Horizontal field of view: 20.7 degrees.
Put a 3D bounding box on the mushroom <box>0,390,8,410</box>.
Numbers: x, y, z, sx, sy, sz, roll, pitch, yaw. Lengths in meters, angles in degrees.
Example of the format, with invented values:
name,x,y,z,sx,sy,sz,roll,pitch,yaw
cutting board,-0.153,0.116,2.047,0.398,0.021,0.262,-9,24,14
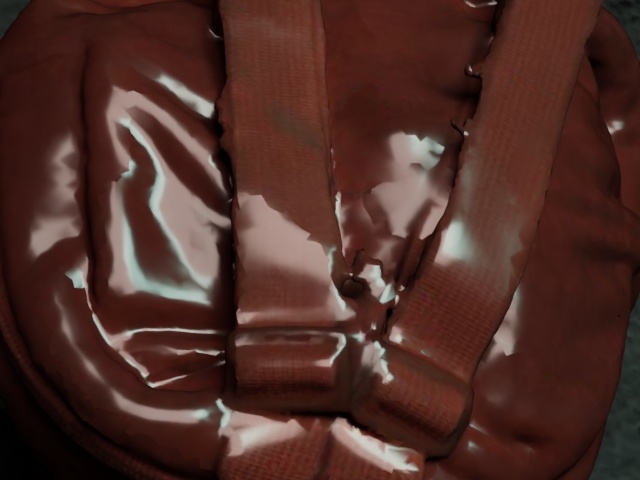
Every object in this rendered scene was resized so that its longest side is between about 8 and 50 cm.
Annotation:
name,x,y,z,sx,sy,sz,roll,pitch,yaw
mushroom,-0.174,0.024,0.442,0.188,0.117,0.141,30,3,28

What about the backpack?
name,x,y,z,sx,sy,sz,roll,pitch,yaw
backpack,-0.001,0.002,0.508,0.229,0.139,0.229,13,54,-18
